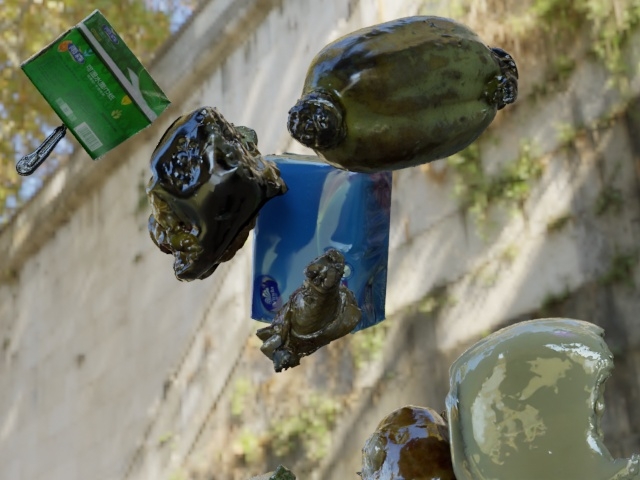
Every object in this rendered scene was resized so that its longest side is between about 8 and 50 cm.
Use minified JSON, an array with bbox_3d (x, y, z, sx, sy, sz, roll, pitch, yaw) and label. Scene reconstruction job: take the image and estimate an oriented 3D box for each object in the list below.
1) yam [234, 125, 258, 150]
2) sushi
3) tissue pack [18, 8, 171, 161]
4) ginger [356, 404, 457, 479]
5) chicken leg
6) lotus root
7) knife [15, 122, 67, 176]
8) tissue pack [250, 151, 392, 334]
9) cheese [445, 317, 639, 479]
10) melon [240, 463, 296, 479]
[{"bbox_3d":[-0.153,-0.123,2.334,0.061,0.061,0.253,-1,-29,-8],"label":"yam"},{"bbox_3d":[-0.166,-0.063,1.841,0.204,0.213,0.200,-38,-22,14],"label":"sushi"},{"bbox_3d":[-0.378,-0.278,2.193,0.148,0.156,0.209,-28,-73,29],"label":"tissue pack"},{"bbox_3d":[0.128,0.401,1.630,0.254,0.418,0.176,7,-34,-35],"label":"ginger"},{"bbox_3d":[-0.004,0.081,1.519,0.125,0.080,0.196,-19,-24,-44],"label":"chicken leg"},{"bbox_3d":[0.082,-0.165,1.439,0.309,0.173,0.173,-15,-11,-35],"label":"lotus root"},{"bbox_3d":[-0.488,-0.160,2.223,0.031,0.121,0.018,39,-12,6],"label":"knife"},{"bbox_3d":[0.000,0.000,2.007,0.198,0.263,0.146,6,10,23],"label":"tissue pack"},{"bbox_3d":[0.281,0.228,1.572,0.233,0.266,0.127,-6,-11,19],"label":"cheese"},{"bbox_3d":[-0.075,0.287,1.298,0.093,0.139,0.202,32,8,28],"label":"melon"}]
